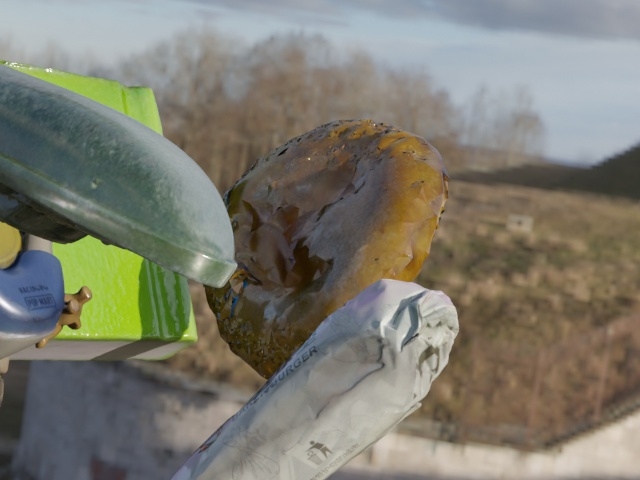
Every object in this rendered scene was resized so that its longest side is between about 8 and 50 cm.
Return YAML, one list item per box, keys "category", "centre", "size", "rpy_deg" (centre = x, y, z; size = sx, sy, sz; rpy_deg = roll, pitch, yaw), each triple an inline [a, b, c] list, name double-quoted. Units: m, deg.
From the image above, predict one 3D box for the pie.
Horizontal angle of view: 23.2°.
- category: "pie"
  centre: [0.000, -0.001, 1.376]
  size: [0.273, 0.273, 0.069]
  rpy_deg: [13, -26, 46]

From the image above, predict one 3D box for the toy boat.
- category: "toy boat"
  centre: [-0.133, -0.028, 0.659]
  size: [0.260, 0.085, 0.078]
  rpy_deg: [22, -1, 36]

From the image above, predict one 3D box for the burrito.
- category: "burrito"
  centre: [-0.015, 0.092, 0.728]
  size: [0.064, 0.203, 0.064]
  rpy_deg: [41, 18, -17]

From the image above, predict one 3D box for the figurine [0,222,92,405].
- category: "figurine"
  centre: [-0.310, 0.087, 1.213]
  size: [0.158, 0.275, 0.161]
  rpy_deg: [48, 23, 21]

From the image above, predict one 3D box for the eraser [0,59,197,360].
- category: "eraser"
  centre: [-0.235, -0.027, 1.471]
  size: [0.210, 0.274, 0.092]
  rpy_deg: [5, -23, -39]
